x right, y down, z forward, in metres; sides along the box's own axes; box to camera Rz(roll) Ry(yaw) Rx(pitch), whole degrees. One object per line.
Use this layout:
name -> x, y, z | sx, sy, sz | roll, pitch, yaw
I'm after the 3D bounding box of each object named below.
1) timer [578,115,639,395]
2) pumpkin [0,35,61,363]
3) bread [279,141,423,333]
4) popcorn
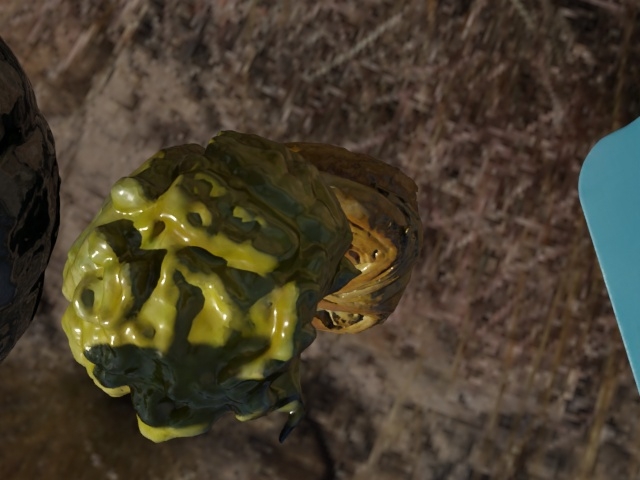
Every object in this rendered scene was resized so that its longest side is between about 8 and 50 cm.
timer -> 0.274, 0.015, 0.849 | 0.231, 0.250, 0.091 | -28, 135, 23
pumpkin -> -0.199, -0.019, 0.567 | 0.211, 0.152, 0.212 | 5, 112, 12
bread -> -0.003, -0.001, 1.502 | 0.198, 0.120, 0.236 | 16, 148, -1
popcorn -> -0.079, 0.038, 1.193 | 0.225, 0.249, 0.249 | 35, 149, 12
